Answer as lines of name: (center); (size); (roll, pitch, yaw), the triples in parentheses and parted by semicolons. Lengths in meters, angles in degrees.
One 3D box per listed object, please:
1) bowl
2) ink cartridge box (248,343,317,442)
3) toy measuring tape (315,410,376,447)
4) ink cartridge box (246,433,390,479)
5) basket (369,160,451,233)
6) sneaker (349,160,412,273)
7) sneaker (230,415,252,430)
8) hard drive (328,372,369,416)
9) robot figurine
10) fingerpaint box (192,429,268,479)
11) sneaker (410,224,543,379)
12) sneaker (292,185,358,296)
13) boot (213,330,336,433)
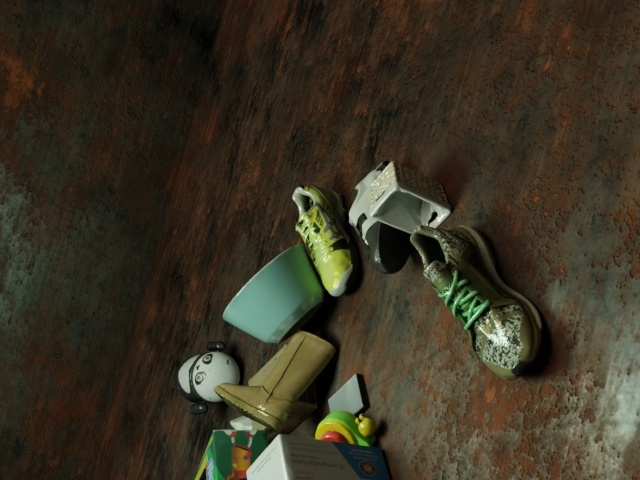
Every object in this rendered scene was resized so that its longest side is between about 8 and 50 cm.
bowl: (-0.107, 0.173, 2.011); (0.163, 0.311, 0.311); (45, 125, 10)
ink cartridge box: (-0.112, 0.440, 2.037); (0.235, 0.088, 0.193); (-48, 37, 38)
toy measuring tape: (0.008, 0.502, 1.738); (0.330, 0.121, 0.121); (-40, 42, 33)
ink cartridge box: (0.029, 0.630, 1.483); (0.166, 0.285, 0.395); (-54, 34, 30)
basket: (0.208, -0.097, 1.680); (0.113, 0.167, 0.103); (-49, 30, 36)
sneaker: (0.141, -0.037, 1.794); (0.146, 0.122, 0.331); (-31, 40, 35)
sneaker: (-0.216, 0.589, 2.172); (0.212, 0.080, 0.094); (-10, 99, 68)
hard drive: (0.070, 0.412, 1.800); (0.135, 0.022, 0.094); (-51, 36, 36)
robot figurine: (-0.388, 0.467, 2.420); (0.278, 0.173, 0.209); (-21, 89, 56)
fingerpaint box: (-0.257, 0.790, 1.937); (0.445, 0.163, 0.371); (115, 153, -43)
sneaker: (0.282, 0.109, 1.415); (0.158, 0.182, 0.410); (-58, 32, 26)
sneaker: (0.000, 0.000, 2.010); (0.145, 0.147, 0.385); (-51, 37, 33)
boot: (-0.122, 0.357, 1.915); (0.236, 0.089, 0.269); (24, 63, 23)
